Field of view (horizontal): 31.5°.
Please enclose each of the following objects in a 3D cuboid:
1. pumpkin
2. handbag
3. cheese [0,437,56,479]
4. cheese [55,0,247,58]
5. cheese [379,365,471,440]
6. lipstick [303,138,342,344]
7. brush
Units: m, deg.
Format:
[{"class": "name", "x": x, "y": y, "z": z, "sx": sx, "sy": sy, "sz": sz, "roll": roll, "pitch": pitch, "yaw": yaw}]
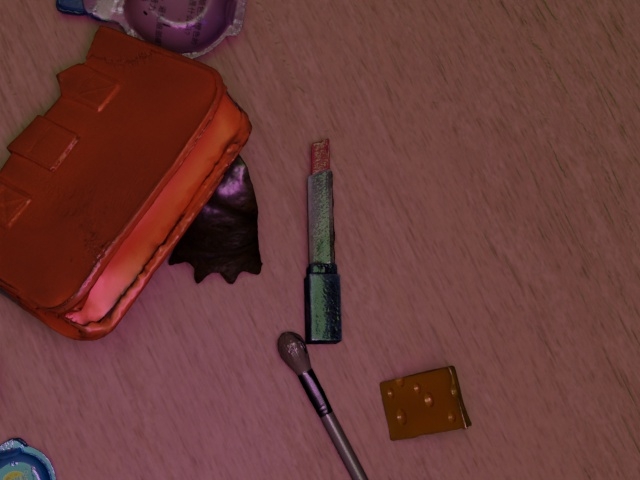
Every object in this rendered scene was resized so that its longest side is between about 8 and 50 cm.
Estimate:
[{"class": "pumpkin", "x": -0.176, "y": -0.054, "z": 1.649, "sx": 0.130, "sy": 0.149, "sz": 0.254, "roll": -25, "pitch": 86, "yaw": -25}, {"class": "handbag", "x": -0.312, "y": -0.084, "z": 1.592, "sx": 0.303, "sy": 0.116, "sz": 0.410, "roll": 26, "pitch": 75, "yaw": 33}, {"class": "cheese", "x": -0.411, "y": 0.404, "z": 1.590, "sx": 0.106, "sy": 0.037, "sz": 0.256, "roll": -13, "pitch": 84, "yaw": -10}, {"class": "cheese", "x": -0.256, "y": -0.369, "z": 1.729, "sx": 0.286, "sy": 0.074, "sz": 0.189, "roll": 7, "pitch": 79, "yaw": -4}, {"class": "cheese", "x": 0.171, "y": 0.233, "z": 1.642, "sx": 0.126, "sy": 0.171, "sz": 0.093, "roll": -10, "pitch": 82, "yaw": -11}, {"class": "lipstick", "x": 0.000, "y": 0.000, "z": 1.719, "sx": 0.051, "sy": 0.051, "sz": 0.312, "roll": 0, "pitch": 78, "yaw": -9}, {"class": "brush", "x": 0.017, "y": 0.267, "z": 1.681, "sx": 0.042, "sy": 0.039, "sz": 0.299, "roll": -28, "pitch": 87, "yaw": -13}]
